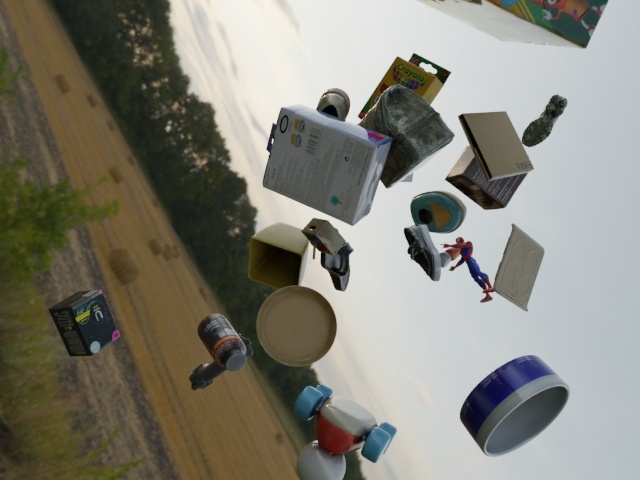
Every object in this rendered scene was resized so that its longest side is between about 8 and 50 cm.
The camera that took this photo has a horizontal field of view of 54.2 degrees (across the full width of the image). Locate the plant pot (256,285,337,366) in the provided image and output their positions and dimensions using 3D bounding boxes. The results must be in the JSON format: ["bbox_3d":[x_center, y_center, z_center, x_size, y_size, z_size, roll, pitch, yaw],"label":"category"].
[{"bbox_3d":[-0.070,0.251,1.832,0.236,0.236,0.032,59,-15,11],"label":"plant pot"}]

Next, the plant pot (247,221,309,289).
[{"bbox_3d":[-0.143,0.048,2.433,0.212,0.187,0.212,18,-50,12],"label":"plant pot"}]

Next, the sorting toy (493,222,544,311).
[{"bbox_3d":[0.560,0.078,1.779,0.038,0.208,0.193,5,-18,47],"label":"sorting toy"}]

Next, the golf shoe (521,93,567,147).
[{"bbox_3d":[0.674,-0.352,1.882,0.069,0.176,0.086,41,14,10],"label":"golf shoe"}]

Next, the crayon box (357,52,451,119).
[{"bbox_3d":[0.305,-0.535,2.301,0.202,0.318,0.081,39,11,34],"label":"crayon box"}]

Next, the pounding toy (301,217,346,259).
[{"bbox_3d":[0.000,0.000,2.233,0.130,0.100,0.141,49,-17,-25],"label":"pounding toy"}]

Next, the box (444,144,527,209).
[{"bbox_3d":[0.603,-0.236,2.285,0.203,0.167,0.168,35,-6,-9],"label":"box"}]

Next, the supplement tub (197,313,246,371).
[{"bbox_3d":[-0.304,0.323,1.960,0.198,0.106,0.106,43,-20,46],"label":"supplement tub"}]

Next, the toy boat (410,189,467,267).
[{"bbox_3d":[0.497,-0.052,2.594,0.268,0.148,0.318,-7,-72,50],"label":"toy boat"}]

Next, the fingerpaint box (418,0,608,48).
[{"bbox_3d":[0.519,-0.704,1.789,0.445,0.371,0.163,-125,-125,-66],"label":"fingerpaint box"}]

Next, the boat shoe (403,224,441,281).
[{"bbox_3d":[0.386,0.045,2.413,0.301,0.102,0.108,-100,-169,-47],"label":"boat shoe"}]

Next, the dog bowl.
[{"bbox_3d":[0.483,0.413,1.562,0.104,0.265,0.265,53,-13,42],"label":"dog bowl"}]

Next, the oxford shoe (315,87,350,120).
[{"bbox_3d":[-0.007,-0.309,2.105,0.146,0.141,0.396,-67,171,-59],"label":"oxford shoe"}]

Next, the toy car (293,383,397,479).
[{"bbox_3d":[0.021,0.491,1.453,0.219,0.238,0.210,28,-1,17],"label":"toy car"}]

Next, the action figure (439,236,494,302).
[{"bbox_3d":[0.522,0.097,2.290,0.091,0.139,0.280,89,-9,-49],"label":"action figure"}]

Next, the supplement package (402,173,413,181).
[{"bbox_3d":[0.272,-0.296,2.493,0.179,0.105,0.105,21,-69,48],"label":"supplement package"}]

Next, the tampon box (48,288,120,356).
[{"bbox_3d":[-0.687,0.241,1.832,0.120,0.102,0.161,-42,119,-55],"label":"tampon box"}]

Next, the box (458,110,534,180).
[{"bbox_3d":[0.414,-0.226,1.467,0.021,0.201,0.164,-32,-103,45],"label":"box"}]

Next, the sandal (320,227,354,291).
[{"bbox_3d":[0.090,0.077,2.554,0.445,0.107,0.167,62,39,-62],"label":"sandal"}]

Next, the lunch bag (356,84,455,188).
[{"bbox_3d":[0.253,-0.349,2.080,0.256,0.213,0.305,55,-20,4],"label":"lunch bag"}]

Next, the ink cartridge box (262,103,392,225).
[{"bbox_3d":[-0.011,-0.253,1.944,0.396,0.151,0.270,24,-66,17],"label":"ink cartridge box"}]

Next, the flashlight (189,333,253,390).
[{"bbox_3d":[-0.366,0.443,2.271,0.304,0.103,0.103,-38,-119,40],"label":"flashlight"}]
